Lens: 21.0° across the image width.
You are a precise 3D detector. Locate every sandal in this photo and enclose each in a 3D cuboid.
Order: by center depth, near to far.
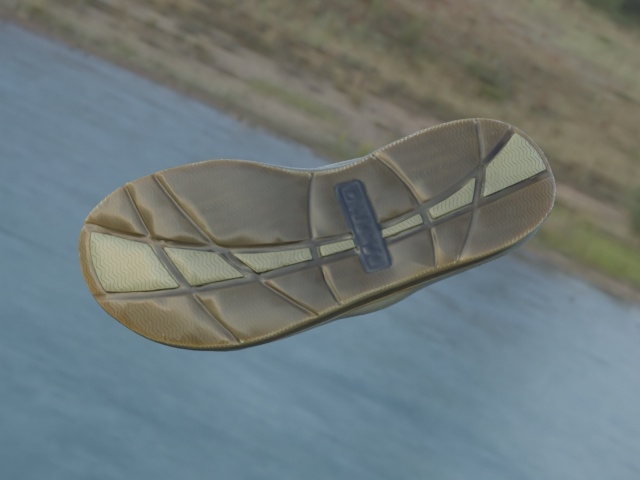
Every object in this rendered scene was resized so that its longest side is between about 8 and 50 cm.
[{"bbox_3d":[0.000,0.000,0.657,0.180,0.072,0.049,-14,-13,-7],"label":"sandal"}]
